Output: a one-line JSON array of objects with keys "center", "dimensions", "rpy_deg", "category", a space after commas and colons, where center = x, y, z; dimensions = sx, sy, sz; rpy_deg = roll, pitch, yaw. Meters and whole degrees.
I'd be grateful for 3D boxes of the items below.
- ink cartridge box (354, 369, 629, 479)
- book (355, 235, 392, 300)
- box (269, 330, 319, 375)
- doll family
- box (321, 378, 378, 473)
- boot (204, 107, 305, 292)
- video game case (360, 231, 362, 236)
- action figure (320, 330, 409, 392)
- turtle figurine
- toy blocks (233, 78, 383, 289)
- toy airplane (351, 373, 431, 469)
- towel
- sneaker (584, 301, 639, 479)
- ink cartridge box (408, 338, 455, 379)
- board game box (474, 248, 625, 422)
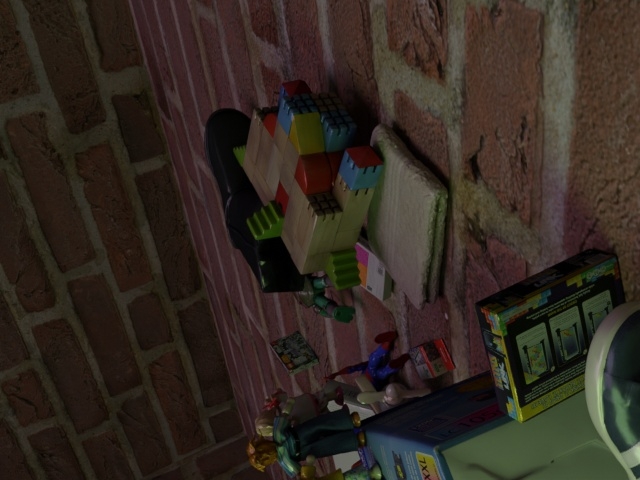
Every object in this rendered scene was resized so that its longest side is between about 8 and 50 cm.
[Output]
[{"center": [0.216, 0.285, 1.146], "dimensions": [0.395, 0.270, 0.151], "rpy_deg": [147, 105, -72], "category": "ink cartridge box"}, {"center": [0.083, 0.041, 1.611], "dimensions": [0.144, 0.035, 0.096], "rpy_deg": [39, 143, 37], "category": "book"}, {"center": [-0.076, 0.321, 2.360], "dimensions": [0.137, 0.094, 0.027], "rpy_deg": [45, 152, 50], "category": "box"}, {"center": [-0.012, 0.306, 1.141], "dimensions": [0.118, 0.163, 0.262], "rpy_deg": [104, 149, -58], "category": "doll family"}, {"center": [0.131, 0.452, 1.764], "dimensions": [0.232, 0.058, 0.321], "rpy_deg": [10, 130, 29], "category": "box"}, {"center": [-0.149, -0.103, 1.838], "dimensions": [0.445, 0.146, 0.366], "rpy_deg": [-133, 28, -73], "category": "boot"}, {"center": [0.030, -0.068, 1.698], "dimensions": [0.190, 0.022, 0.173], "rpy_deg": [41, 148, 56], "category": "video game case"}, {"center": [0.090, 0.288, 1.768], "dimensions": [0.091, 0.139, 0.280], "rpy_deg": [62, 164, 19], "category": "action figure"}, {"center": [-0.004, 0.109, 1.875], "dimensions": [0.234, 0.118, 0.175], "rpy_deg": [15, 125, 62], "category": "turtle figurine"}, {"center": [-0.022, -0.138, 1.439], "dimensions": [0.381, 0.191, 0.260], "rpy_deg": [60, 148, 36], "category": "toy blocks"}, {"center": [0.203, 0.430, 1.458], "dimensions": [0.386, 0.272, 0.384], "rpy_deg": [45, -170, -9], "category": "toy airplane"}, {"center": [0.141, -0.034, 1.366], "dimensions": [0.187, 0.049, 0.282], "rpy_deg": [53, 156, 38], "category": "towel"}, {"center": [0.385, 0.225, 0.844], "dimensions": [0.148, 0.131, 0.350], "rpy_deg": [11, 127, 62], "category": "sneaker"}, {"center": [0.202, 0.217, 1.513], "dimensions": [0.062, 0.029, 0.115], "rpy_deg": [66, 163, 7], "category": "ink cartridge box"}, {"center": [0.269, 0.106, 0.942], "dimensions": [0.048, 0.170, 0.141], "rpy_deg": [25, 134, 63], "category": "board game box"}]
